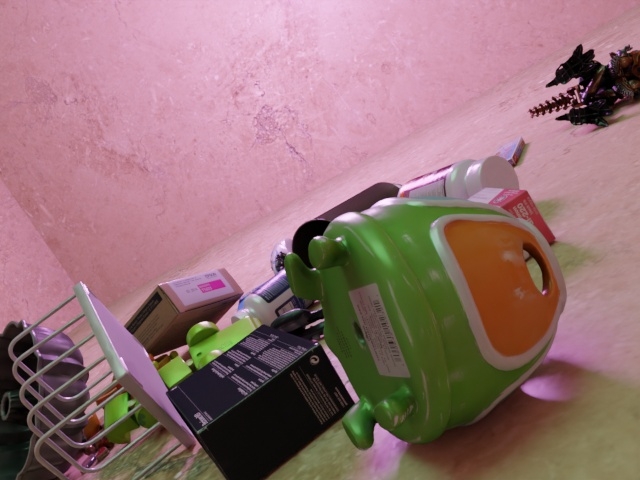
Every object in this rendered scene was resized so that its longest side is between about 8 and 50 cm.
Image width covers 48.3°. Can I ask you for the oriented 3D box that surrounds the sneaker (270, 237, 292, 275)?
[{"bbox_3d":[-0.092,0.063,1.846,0.086,0.085,0.237,-57,8,13],"label":"sneaker"}]

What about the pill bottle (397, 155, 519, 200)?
[{"bbox_3d":[0.254,-0.082,1.334,0.121,0.121,0.221,-38,11,-33],"label":"pill bottle"}]

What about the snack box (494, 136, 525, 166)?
[{"bbox_3d":[0.429,-0.196,1.650,0.064,0.022,0.178,-25,12,30],"label":"snack box"}]

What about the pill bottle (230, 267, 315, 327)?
[{"bbox_3d":[-0.094,0.130,1.430,0.169,0.094,0.094,-37,11,-30],"label":"pill bottle"}]

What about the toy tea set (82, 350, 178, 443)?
[{"bbox_3d":[-0.461,0.323,1.509,0.336,0.124,0.200,-33,10,-5],"label":"toy tea set"}]

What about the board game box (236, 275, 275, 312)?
[{"bbox_3d":[-0.111,0.130,1.618,0.160,0.047,0.210,-31,9,2],"label":"board game box"}]

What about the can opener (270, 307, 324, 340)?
[{"bbox_3d":[0.009,0.135,1.225,0.186,0.059,0.073,-20,-15,11],"label":"can opener"}]

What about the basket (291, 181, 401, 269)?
[{"bbox_3d":[0.081,-0.021,1.504,0.227,0.154,0.204,-35,8,-40],"label":"basket"}]

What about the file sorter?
[{"bbox_3d":[-0.362,0.239,1.136,0.173,0.192,0.278,-37,39,-10],"label":"file sorter"}]

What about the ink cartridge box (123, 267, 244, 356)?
[{"bbox_3d":[-0.317,0.168,1.634,0.193,0.088,0.235,-47,-17,26],"label":"ink cartridge box"}]

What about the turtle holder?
[{"bbox_3d":[0.111,0.086,0.748,0.228,0.243,0.320,-19,-34,-16],"label":"turtle holder"}]

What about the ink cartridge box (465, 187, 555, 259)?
[{"bbox_3d":[0.212,0.014,1.078,0.218,0.092,0.158,-34,10,-5],"label":"ink cartridge box"}]

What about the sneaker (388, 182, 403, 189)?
[{"bbox_3d":[0.090,-0.022,1.673,0.297,0.111,0.129,-36,22,11],"label":"sneaker"}]

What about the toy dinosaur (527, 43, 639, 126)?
[{"bbox_3d":[0.599,-0.320,1.526,0.218,0.164,0.322,-21,-19,-45],"label":"toy dinosaur"}]

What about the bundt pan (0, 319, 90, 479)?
[{"bbox_3d":[-0.551,0.321,1.387,0.124,0.330,0.331,11,-24,-41],"label":"bundt pan"}]

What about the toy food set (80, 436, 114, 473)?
[{"bbox_3d":[-0.417,0.390,1.354,0.078,0.019,0.122,-33,10,-7],"label":"toy food set"}]

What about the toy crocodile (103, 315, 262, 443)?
[{"bbox_3d":[-0.245,0.252,1.298,0.341,0.105,0.115,-33,38,-11],"label":"toy crocodile"}]

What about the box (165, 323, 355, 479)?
[{"bbox_3d":[-0.094,0.216,0.980,0.184,0.103,0.261,-32,10,-17],"label":"box"}]
